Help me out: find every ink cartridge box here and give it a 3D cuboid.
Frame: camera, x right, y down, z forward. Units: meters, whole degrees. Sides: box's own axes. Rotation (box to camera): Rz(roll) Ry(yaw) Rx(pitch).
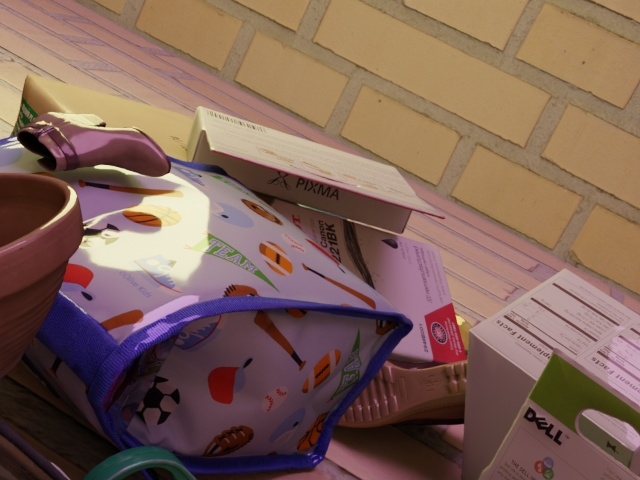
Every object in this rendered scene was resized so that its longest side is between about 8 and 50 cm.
[{"bbox_3d":[0.035,0.083,1.216,0.273,0.114,0.196,15,48,-31],"label":"ink cartridge box"},{"bbox_3d":[0.238,0.250,0.838,0.097,0.255,0.189,7,24,-48],"label":"ink cartridge box"},{"bbox_3d":[-0.018,-0.077,1.211,0.297,0.066,0.261,16,15,-14],"label":"ink cartridge box"}]

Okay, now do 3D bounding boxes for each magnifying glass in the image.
[{"bbox_3d":[-0.101,0.216,0.759,0.026,0.092,0.231,34,6,40],"label":"magnifying glass"}]

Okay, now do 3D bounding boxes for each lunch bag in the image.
[{"bbox_3d":[-0.161,0.057,0.897,0.328,0.238,0.385,36,10,30],"label":"lunch bag"}]

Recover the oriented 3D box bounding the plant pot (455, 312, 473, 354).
[{"bbox_3d":[0.156,0.129,1.576,0.236,0.032,0.236,24,15,-7],"label":"plant pot"}]

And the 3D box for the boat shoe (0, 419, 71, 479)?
[{"bbox_3d":[-0.166,0.190,0.550,0.302,0.091,0.114,40,27,-14],"label":"boat shoe"}]

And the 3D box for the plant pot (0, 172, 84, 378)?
[{"bbox_3d":[-0.273,0.041,0.642,0.238,0.109,0.237,-6,21,2],"label":"plant pot"}]

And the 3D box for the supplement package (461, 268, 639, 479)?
[{"bbox_3d":[0.268,0.203,0.986,0.145,0.261,0.204,-28,45,-27],"label":"supplement package"}]

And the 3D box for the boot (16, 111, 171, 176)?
[{"bbox_3d":[-0.203,-0.078,0.837,0.119,0.042,0.087,28,31,21],"label":"boot"}]

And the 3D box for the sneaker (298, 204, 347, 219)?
[{"bbox_3d":[0.000,0.000,1.410,0.127,0.208,0.319,16,19,-37],"label":"sneaker"}]

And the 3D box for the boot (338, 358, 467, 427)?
[{"bbox_3d":[0.105,0.197,1.147,0.249,0.090,0.207,-5,-23,14],"label":"boot"}]

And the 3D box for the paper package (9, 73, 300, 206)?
[{"bbox_3d":[-0.246,-0.070,1.324,0.310,0.168,0.325,11,21,-45],"label":"paper package"}]
